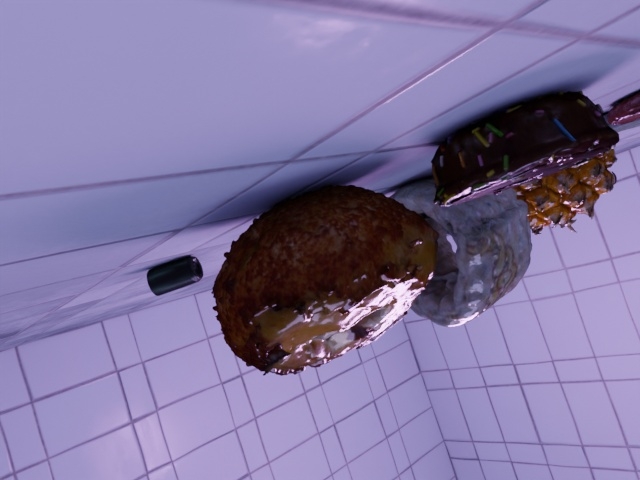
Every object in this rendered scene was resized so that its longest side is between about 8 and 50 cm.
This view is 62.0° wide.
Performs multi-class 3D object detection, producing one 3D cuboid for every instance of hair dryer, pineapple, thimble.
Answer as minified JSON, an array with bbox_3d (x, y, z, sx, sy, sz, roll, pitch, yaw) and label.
[{"bbox_3d":[-0.283,0.062,1.127,0.101,0.057,0.197,-18,-175,5],"label":"hair dryer"},{"bbox_3d":[0.442,-0.082,1.177,0.286,0.208,0.344,-17,177,-23],"label":"pineapple"},{"bbox_3d":[0.264,0.004,1.050,0.195,0.291,0.291,-23,180,-33],"label":"thimble"}]

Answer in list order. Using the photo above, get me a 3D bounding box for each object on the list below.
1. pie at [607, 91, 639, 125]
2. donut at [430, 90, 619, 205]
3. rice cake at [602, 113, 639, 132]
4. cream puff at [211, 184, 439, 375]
[{"bbox_3d":[0.541,-0.225,0.862,0.155,0.036,0.154,-18,177,-1],"label":"pie"},{"bbox_3d":[0.246,-0.113,0.683,0.235,0.089,0.235,-19,176,-1],"label":"donut"},{"bbox_3d":[0.558,-0.221,0.996,0.211,0.038,0.124,-17,176,-6],"label":"rice cake"},{"bbox_3d":[-0.001,0.047,0.780,0.351,0.228,0.350,-24,154,-12],"label":"cream puff"}]
